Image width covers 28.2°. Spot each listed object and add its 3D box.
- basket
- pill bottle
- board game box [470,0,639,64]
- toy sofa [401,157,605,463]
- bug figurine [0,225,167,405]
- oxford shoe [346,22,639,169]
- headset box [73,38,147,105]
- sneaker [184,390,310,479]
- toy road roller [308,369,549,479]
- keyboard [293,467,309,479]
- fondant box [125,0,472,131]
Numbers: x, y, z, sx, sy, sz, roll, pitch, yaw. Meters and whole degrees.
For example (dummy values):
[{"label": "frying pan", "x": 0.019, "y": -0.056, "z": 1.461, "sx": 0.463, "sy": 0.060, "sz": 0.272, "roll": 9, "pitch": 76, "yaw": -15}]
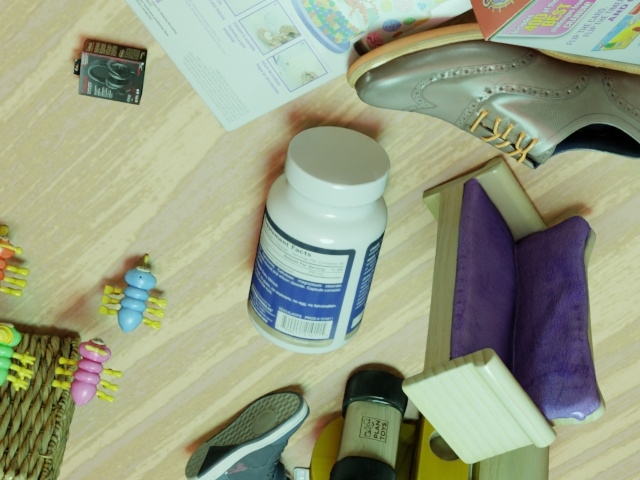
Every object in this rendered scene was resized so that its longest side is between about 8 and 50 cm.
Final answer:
[{"label": "basket", "x": -0.462, "y": 0.279, "z": 1.733, "sx": 0.223, "sy": 0.299, "sz": 0.213, "roll": 9, "pitch": 129, "yaw": -8}, {"label": "pill bottle", "x": 0.000, "y": 0.000, "z": 1.585, "sx": 0.153, "sy": 0.153, "sz": 0.265, "roll": 10, "pitch": 128, "yaw": -5}, {"label": "board game box", "x": 0.342, "y": -0.276, "z": 1.282, "sx": 0.316, "sy": 0.064, "sz": 0.242, "roll": 2, "pitch": 152, "yaw": -39}, {"label": "toy sofa", "x": 0.218, "y": 0.067, "z": 1.498, "sx": 0.177, "sy": 0.362, "sz": 0.150, "roll": -23, "pitch": 123, "yaw": 27}, {"label": "bug figurine", "x": -0.347, "y": 0.103, "z": 1.670, "sx": 0.279, "sy": 0.216, "sz": 0.072, "roll": 12, "pitch": 170, "yaw": -8}, {"label": "oxford shoe", "x": 0.210, "y": -0.154, "z": 1.415, "sx": 0.363, "sy": 0.133, "sz": 0.130, "roll": 1, "pitch": 161, "yaw": -11}, {"label": "headset box", "x": -0.252, "y": -0.201, "z": 1.517, "sx": 0.083, "sy": 0.032, "sz": 0.062, "roll": 10, "pitch": 128, "yaw": -7}, {"label": "sneaker", "x": -0.065, "y": 0.322, "z": 1.883, "sx": 0.226, "sy": 0.086, "sz": 0.163, "roll": -36, "pitch": 120, "yaw": 25}, {"label": "toy road roller", "x": 0.148, "y": 0.345, "z": 1.827, "sx": 0.329, "sy": 0.202, "sz": 0.240, "roll": 12, "pitch": 140, "yaw": 0}, {"label": "keyboard", "x": -0.009, "y": 0.453, "z": 2.027, "sx": 0.072, "sy": 0.014, "sz": 0.256, "roll": 3, "pitch": 128, "yaw": 0}, {"label": "fondant box", "x": -0.030, "y": -0.296, "z": 1.394, "sx": 0.330, "sy": 0.096, "sz": 0.238, "roll": -24, "pitch": 123, "yaw": 21}]
